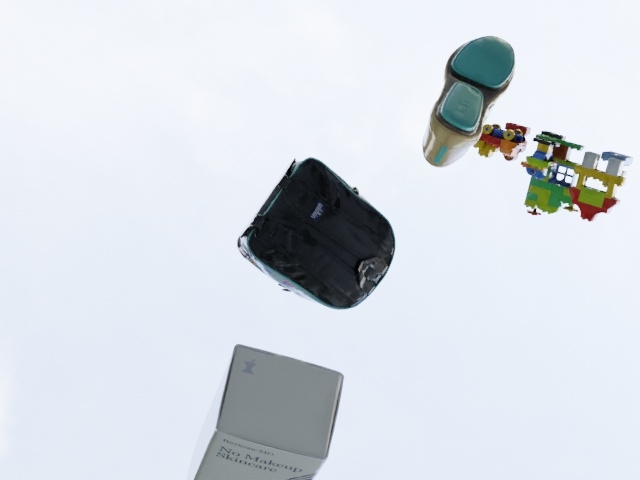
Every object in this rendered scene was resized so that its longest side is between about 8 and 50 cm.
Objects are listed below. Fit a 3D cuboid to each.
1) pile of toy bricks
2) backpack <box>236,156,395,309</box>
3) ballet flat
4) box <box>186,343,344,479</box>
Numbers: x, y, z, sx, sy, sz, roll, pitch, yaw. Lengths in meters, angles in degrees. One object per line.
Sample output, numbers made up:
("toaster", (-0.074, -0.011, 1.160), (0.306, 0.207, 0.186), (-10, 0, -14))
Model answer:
("pile of toy bricks", (0.294, -0.079, 1.347), (0.212, 0.105, 0.118), (21, -163, 31))
("backpack", (0.000, 0.000, 1.411), (0.188, 0.144, 0.166), (34, -100, -6))
("ballet flat", (0.165, -0.163, 1.217), (0.080, 0.073, 0.232), (29, -138, 6))
("box", (-0.067, 0.213, 1.059), (0.113, 0.275, 0.094), (15, -123, -5))
